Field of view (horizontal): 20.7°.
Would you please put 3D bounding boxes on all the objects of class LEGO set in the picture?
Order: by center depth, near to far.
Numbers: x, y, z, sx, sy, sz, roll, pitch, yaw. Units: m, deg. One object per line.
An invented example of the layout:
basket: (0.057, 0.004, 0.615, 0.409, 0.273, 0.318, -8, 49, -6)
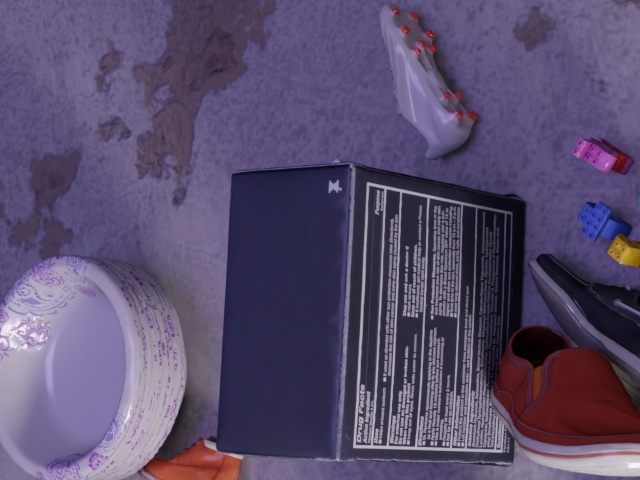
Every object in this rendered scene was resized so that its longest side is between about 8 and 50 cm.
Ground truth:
LEGO set: (0.317, -0.017, 1.761, 0.227, 0.093, 0.087, 40, 110, 37)

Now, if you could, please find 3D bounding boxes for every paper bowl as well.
paper bowl: (-0.281, 0.164, 2.219, 0.284, 0.148, 0.284, -8, 78, 40)

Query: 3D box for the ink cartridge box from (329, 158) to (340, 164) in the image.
ink cartridge box: (0.000, 0.000, 2.055, 0.104, 0.062, 0.181, -38, 61, 31)

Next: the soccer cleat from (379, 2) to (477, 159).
soccer cleat: (0.105, -0.182, 1.989, 0.076, 0.068, 0.196, -42, 62, 32)

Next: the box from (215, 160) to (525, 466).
box: (0.055, 0.083, 1.842, 0.183, 0.294, 0.296, -2, 82, 41)

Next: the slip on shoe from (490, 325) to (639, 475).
slip on shoe: (0.246, 0.156, 1.700, 0.331, 0.123, 0.101, -136, 51, -75)

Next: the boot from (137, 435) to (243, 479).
boot: (-0.157, 0.278, 2.163, 0.158, 0.059, 0.084, 9, 77, 41)

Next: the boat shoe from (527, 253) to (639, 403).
boat shoe: (0.298, 0.082, 1.790, 0.079, 0.084, 0.233, -36, 46, -10)
